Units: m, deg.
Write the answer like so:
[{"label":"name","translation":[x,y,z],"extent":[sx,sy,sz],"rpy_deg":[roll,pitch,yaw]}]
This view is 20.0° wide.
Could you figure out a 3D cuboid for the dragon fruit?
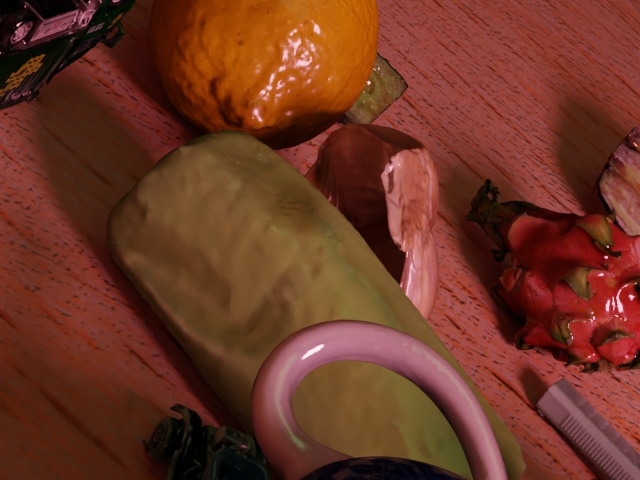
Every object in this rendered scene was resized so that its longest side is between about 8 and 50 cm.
[{"label":"dragon fruit","translation":[0.215,0.022,1.582],"extent":[0.137,0.135,0.236],"rpy_deg":[7,30,-33]}]

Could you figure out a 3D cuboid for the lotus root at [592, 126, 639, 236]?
[{"label":"lotus root","translation":[0.397,0.033,1.805],"extent":[0.329,0.078,0.167],"rpy_deg":[46,57,1]}]

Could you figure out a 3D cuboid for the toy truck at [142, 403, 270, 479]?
[{"label":"toy truck","translation":[-0.063,0.168,1.172],"extent":[0.080,0.078,0.154],"rpy_deg":[27,37,-26]}]

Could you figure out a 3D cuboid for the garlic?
[{"label":"garlic","translation":[0.044,-0.010,1.363],"extent":[0.124,0.099,0.174],"rpy_deg":[21,64,-60]}]

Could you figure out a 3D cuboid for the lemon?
[{"label":"lemon","translation":[-0.044,-0.172,1.468],"extent":[0.188,0.188,0.257],"rpy_deg":[31,32,-18]}]

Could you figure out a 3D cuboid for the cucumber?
[{"label":"cucumber","translation":[-0.024,-0.180,1.616],"extent":[0.211,0.062,0.078],"rpy_deg":[45,67,-9]}]

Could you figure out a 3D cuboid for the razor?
[{"label":"razor","translation":[0.281,0.224,1.485],"extent":[0.278,0.056,0.111],"rpy_deg":[52,36,12]}]

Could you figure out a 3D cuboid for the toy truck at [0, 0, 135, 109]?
[{"label":"toy truck","translation":[-0.236,-0.154,1.305],"extent":[0.088,0.121,0.259],"rpy_deg":[47,34,7]}]

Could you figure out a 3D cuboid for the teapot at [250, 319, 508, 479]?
[{"label":"teapot","translation":[0.001,0.241,1.026],"extent":[0.280,0.252,0.424],"rpy_deg":[10,65,-3]}]

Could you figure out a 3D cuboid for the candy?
[{"label":"candy","translation":[-0.004,0.079,1.278],"extent":[0.132,0.142,0.343],"rpy_deg":[-29,74,-42]}]
